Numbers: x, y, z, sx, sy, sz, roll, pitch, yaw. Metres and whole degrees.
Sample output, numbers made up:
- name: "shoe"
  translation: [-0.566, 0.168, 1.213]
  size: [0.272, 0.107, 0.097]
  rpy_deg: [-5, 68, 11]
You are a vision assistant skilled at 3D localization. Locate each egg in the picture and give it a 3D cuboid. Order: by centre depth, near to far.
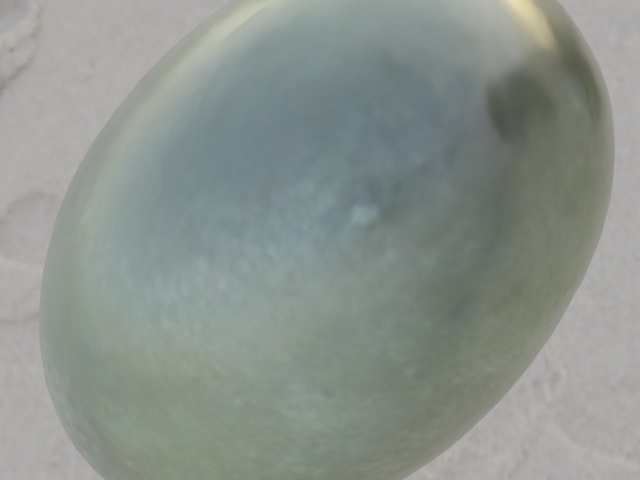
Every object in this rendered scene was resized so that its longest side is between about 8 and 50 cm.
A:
- name: "egg"
  translation: [0.000, 0.000, 0.854]
  size: [0.352, 0.258, 0.258]
  rpy_deg: [-51, 43, 7]
